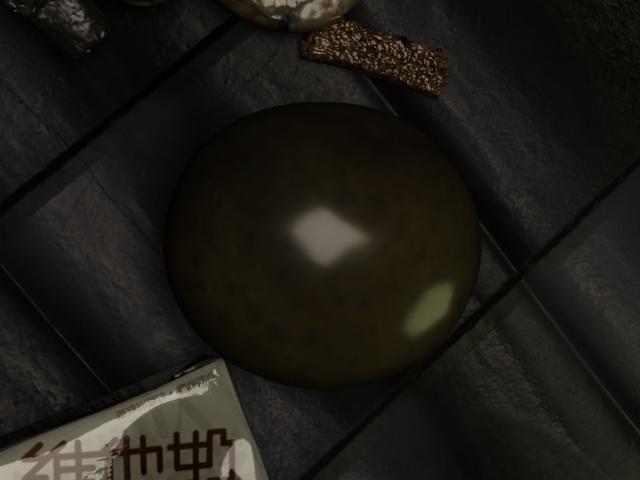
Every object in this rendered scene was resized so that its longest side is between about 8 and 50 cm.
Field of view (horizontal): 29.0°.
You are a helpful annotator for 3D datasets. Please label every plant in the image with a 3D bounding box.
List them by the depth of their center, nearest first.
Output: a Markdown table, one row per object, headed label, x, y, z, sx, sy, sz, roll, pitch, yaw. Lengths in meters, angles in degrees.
| label | x | y | z | sx | sy | sz | roll | pitch | yaw |
| --- | --- | --- | --- | --- | --- | --- | --- | --- | --- |
| plant | -0.309 | -0.281 | 1.442 | 0.094 | 0.092 | 0.143 | -39 | 107 | 14 |

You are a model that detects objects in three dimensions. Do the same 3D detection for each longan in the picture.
| label | x | y | z | sx | sy | sz | roll | pitch | yaw |
| --- | --- | --- | --- | --- | --- | --- | --- | --- | --- |
| longan | 0.000 | 0.000 | 1.423 | 0.361 | 0.361 | 0.361 | 1 | 88 | -17 |

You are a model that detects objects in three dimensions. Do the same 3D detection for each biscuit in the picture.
| label | x | y | z | sx | sy | sz | roll | pitch | yaw |
| --- | --- | --- | --- | --- | --- | --- | --- | --- | --- |
| biscuit | 0.071 | -0.239 | 1.590 | 0.199 | 0.034 | 0.064 | 15 | 83 | -17 |

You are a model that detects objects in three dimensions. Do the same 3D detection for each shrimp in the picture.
| label | x | y | z | sx | sy | sz | roll | pitch | yaw |
| --- | --- | --- | --- | --- | --- | --- | --- | --- | --- |
| shrimp | -0.083 | -0.416 | 1.510 | 0.360 | 0.085 | 0.247 | 45 | 88 | -8 |

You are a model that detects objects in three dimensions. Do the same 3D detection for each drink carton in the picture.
| label | x | y | z | sx | sy | sz | roll | pitch | yaw |
| --- | --- | --- | --- | --- | --- | --- | --- | --- | --- |
| drink carton | -0.237 | 0.281 | 1.429 | 0.325 | 0.132 | 0.194 | -22 | 96 | -18 |

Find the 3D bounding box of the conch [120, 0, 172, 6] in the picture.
| label | x | y | z | sx | sy | sz | roll | pitch | yaw |
| --- | --- | --- | --- | --- | --- | --- | --- | --- | --- |
| conch | -0.224 | -0.347 | 1.429 | 0.187 | 0.181 | 0.124 | 33 | 83 | -28 |
